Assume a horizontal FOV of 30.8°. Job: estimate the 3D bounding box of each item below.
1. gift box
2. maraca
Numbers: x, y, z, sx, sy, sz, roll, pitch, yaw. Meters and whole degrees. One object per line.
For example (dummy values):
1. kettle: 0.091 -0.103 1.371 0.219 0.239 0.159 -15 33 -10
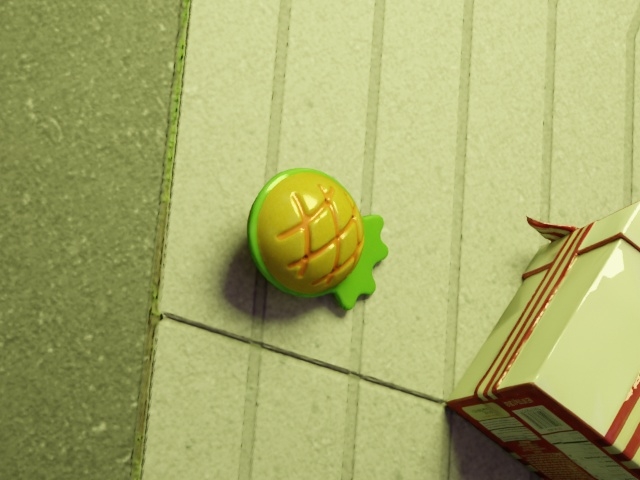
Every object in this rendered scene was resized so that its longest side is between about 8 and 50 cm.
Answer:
1. gift box: 0.302 0.106 1.179 0.276 0.255 0.258 40 70 -9
2. maraca: 0.000 0.000 1.179 0.185 0.099 0.127 28 81 -39
